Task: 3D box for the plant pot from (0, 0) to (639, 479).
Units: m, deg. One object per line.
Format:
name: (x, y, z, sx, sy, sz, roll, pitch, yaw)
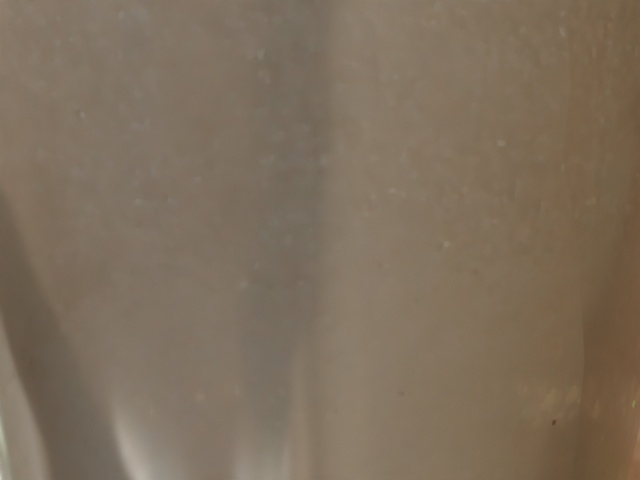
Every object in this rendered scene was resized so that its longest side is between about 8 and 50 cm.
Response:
plant pot: (0.000, 0.000, 0.531, 0.263, 0.229, 0.263, -1, 174, 0)
